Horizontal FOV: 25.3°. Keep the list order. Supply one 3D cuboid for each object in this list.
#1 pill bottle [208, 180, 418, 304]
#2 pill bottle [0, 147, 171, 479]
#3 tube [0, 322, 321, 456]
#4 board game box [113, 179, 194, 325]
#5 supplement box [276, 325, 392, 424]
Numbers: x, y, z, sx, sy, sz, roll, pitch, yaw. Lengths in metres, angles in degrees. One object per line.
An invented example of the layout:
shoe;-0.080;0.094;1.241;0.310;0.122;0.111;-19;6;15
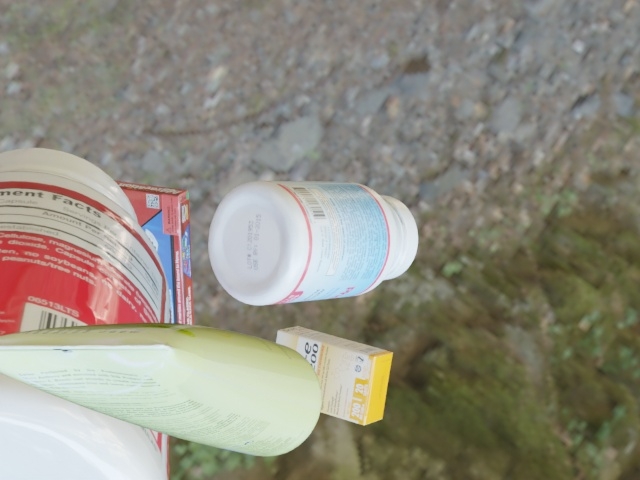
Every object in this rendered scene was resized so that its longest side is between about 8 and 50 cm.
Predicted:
pill bottle;0.000;0.000;1.045;0.160;0.087;0.087;-2;127;-51
pill bottle;-0.222;0.092;1.033;0.229;0.229;0.408;-62;-163;23
tube;-0.063;0.062;0.652;0.070;0.062;0.240;-43;159;7
board game box;-0.217;0.069;1.678;0.027;0.145;0.281;-36;130;-58
supplement box;0.008;0.116;1.234;0.036;0.098;0.062;-7;107;-60
